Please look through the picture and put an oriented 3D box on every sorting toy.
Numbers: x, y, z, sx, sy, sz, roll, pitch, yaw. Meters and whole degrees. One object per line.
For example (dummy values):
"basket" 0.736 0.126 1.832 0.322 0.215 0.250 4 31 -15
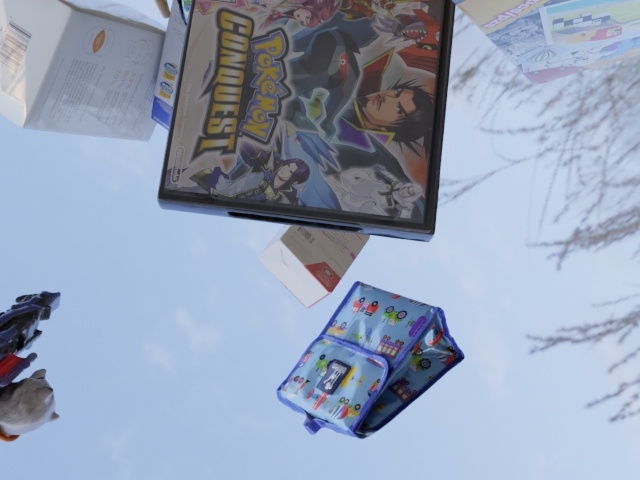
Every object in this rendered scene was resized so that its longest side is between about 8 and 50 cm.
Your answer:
"sorting toy" -0.148 -0.233 0.763 0.012 0.083 0.062 -19 -132 6

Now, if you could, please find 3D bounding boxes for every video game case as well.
"video game case" -0.006 -0.148 0.847 0.248 0.035 0.275 7 -105 0

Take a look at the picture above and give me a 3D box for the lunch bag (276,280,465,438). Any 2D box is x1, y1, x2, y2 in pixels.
"lunch bag" 0.071 0.235 1.628 0.293 0.221 0.138 -45 -55 -24

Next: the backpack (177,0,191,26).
"backpack" -0.168 -0.366 1.318 0.084 0.105 0.114 -6 -97 1

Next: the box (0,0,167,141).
"box" -0.417 -0.313 1.600 0.168 0.215 0.345 33 -165 20

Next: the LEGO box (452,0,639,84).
"LEGO box" 0.338 -0.304 0.647 0.372 0.500 0.193 7 -109 -65

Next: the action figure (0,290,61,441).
"action figure" -0.499 0.188 1.268 0.330 0.179 0.341 11 -160 18

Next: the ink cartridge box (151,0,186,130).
"ink cartridge box" -0.192 -0.310 1.586 0.185 0.311 0.065 35 -147 24

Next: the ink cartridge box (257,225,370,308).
"ink cartridge box" 0.000 0.000 1.443 0.115 0.067 0.198 46 -137 -7
